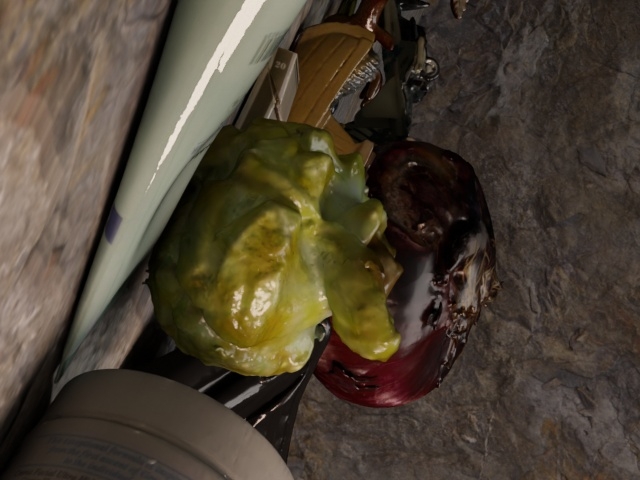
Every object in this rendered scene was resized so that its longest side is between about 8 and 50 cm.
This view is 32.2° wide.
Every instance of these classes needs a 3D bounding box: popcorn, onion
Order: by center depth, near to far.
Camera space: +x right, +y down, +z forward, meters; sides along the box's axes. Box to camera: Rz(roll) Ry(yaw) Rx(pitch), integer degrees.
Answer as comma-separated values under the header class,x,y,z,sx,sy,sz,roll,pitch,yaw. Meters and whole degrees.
class,x,y,z,sx,sy,sz,roll,pitch,yaw
popcorn,-0.025,0.016,0.777,0.198,0.212,0.198,-44,143,-48
onion,0.068,0.036,1.237,0.314,0.232,0.314,11,90,-67

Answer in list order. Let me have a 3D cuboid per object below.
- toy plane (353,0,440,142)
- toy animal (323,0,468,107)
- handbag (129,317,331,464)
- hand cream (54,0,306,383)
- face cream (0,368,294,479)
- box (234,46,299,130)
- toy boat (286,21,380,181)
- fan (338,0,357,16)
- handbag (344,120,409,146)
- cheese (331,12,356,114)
class,x,y,z,sx,sy,sz,roll,pitch,yaw
toy plane,0.099,-0.232,1.314,0.192,0.088,0.262,127,-27,-74
toy animal,0.081,-0.273,1.151,0.243,0.087,0.260,-166,-86,-72
handbag,-0.100,0.190,1.043,0.244,0.088,0.275,-27,142,-42
hand cream,-0.082,-0.052,0.640,0.321,0.067,0.109,-62,-178,34
face cream,-0.120,0.190,0.665,0.153,0.177,0.177,-60,175,-41
box,-0.069,-0.068,0.979,0.109,0.029,0.198,89,26,-85
toy boat,-0.021,-0.060,1.080,0.089,0.121,0.321,141,-27,-82
fan,-0.010,-0.179,1.418,0.335,0.011,0.230,110,5,-46
handbag,0.000,0.000,1.538,0.327,0.162,0.325,-53,178,18
cheese,0.034,-0.224,1.363,0.095,0.038,0.145,-59,170,-71
